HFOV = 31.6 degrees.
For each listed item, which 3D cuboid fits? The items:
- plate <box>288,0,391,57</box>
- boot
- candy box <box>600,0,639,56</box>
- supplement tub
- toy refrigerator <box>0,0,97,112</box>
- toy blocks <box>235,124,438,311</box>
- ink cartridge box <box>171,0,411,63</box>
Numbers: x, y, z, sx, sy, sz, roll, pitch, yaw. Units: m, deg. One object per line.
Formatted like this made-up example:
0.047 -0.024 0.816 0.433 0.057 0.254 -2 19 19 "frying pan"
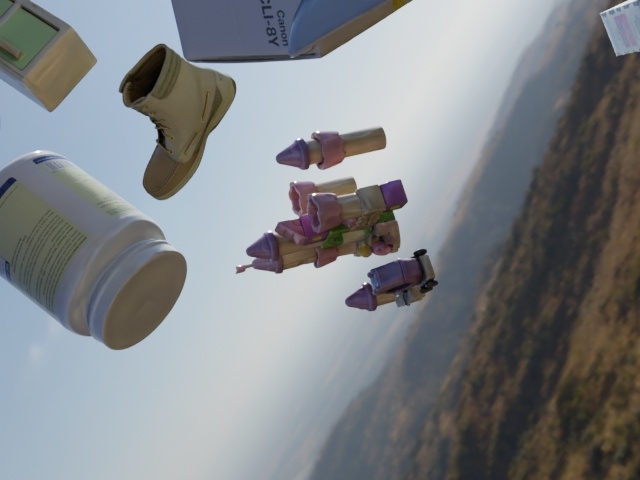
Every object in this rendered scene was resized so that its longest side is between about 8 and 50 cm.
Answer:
0.103 -0.232 0.809 0.278 0.045 0.277 -28 11 14 "plate"
-0.228 -0.167 1.610 0.165 0.077 0.213 19 -75 -56 "boot"
0.476 -0.309 1.488 0.159 0.071 0.233 -23 5 4 "candy box"
-0.414 0.018 1.939 0.235 0.325 0.235 -44 -25 -27 "supplement tub"
-0.449 -0.296 1.579 0.102 0.270 0.094 -50 -27 -11 "toy refrigerator"
0.000 0.000 1.929 0.260 0.308 0.288 -13 -17 -17 "toy blocks"
-0.002 -0.365 1.133 0.385 0.160 0.279 -42 -53 -51 "ink cartridge box"
